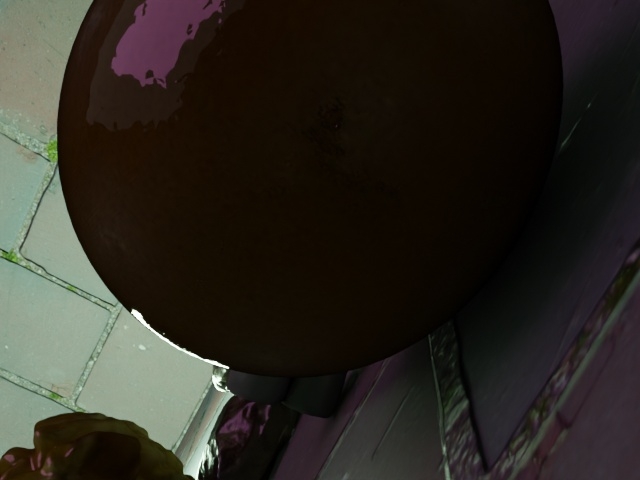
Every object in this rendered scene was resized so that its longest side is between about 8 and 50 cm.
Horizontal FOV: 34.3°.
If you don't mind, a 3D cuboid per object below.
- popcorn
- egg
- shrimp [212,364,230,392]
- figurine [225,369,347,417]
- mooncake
[{"bbox_3d":[-0.230,0.308,1.102,0.225,0.265,0.332,-39,-9,13],"label":"popcorn"},{"bbox_3d":[-0.010,-0.064,0.613,0.351,0.283,0.282,-38,24,61],"label":"egg"},{"bbox_3d":[0.000,0.000,1.101,0.445,0.110,0.221,-57,-6,30],"label":"shrimp"},{"bbox_3d":[0.037,-0.036,0.875,0.205,0.225,0.381,-157,69,-74],"label":"figurine"},{"bbox_3d":[-0.081,0.215,1.098,0.130,0.073,0.125,-66,7,-22],"label":"mooncake"}]
